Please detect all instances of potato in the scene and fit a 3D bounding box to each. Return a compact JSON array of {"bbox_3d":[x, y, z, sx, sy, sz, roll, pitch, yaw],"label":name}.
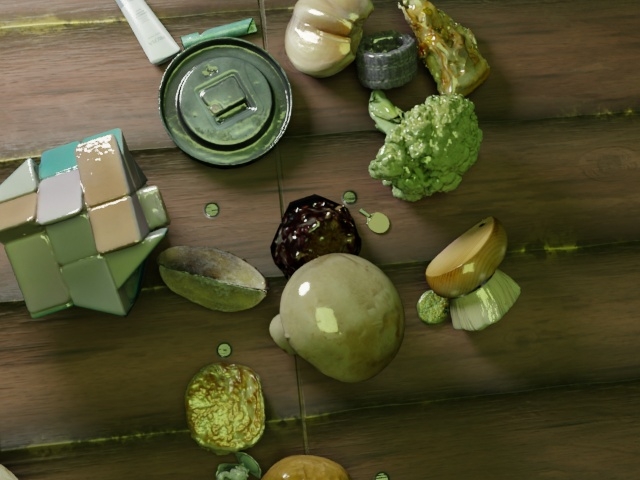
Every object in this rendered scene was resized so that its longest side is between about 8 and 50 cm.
[{"bbox_3d":[-0.252,0.090,1.889,0.261,0.120,0.100,16,123,-9],"label":"potato"}]

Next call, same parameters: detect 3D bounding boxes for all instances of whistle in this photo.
[{"bbox_3d":[-0.249,-0.505,2.002,0.186,0.039,0.039,-17,83,-7],"label":"whistle"}]

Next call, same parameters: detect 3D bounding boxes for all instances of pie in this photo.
[{"bbox_3d":[-0.215,0.377,1.842,0.179,0.084,0.205,-7,76,-9],"label":"pie"},{"bbox_3d":[0.268,0.160,1.951,0.085,0.017,0.085,1,83,-7],"label":"pie"}]

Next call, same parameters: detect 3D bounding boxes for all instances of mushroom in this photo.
[{"bbox_3d":[0.025,0.185,1.798,0.292,0.290,0.292,17,57,-27],"label":"mushroom"}]

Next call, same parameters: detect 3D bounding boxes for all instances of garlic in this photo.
[{"bbox_3d":[-0.005,-0.500,1.946,0.228,0.110,0.217,21,96,37],"label":"garlic"}]

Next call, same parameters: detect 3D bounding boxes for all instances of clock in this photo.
[{"bbox_3d":[-0.226,-0.328,1.963,0.319,0.066,0.319,1,82,-5],"label":"clock"}]

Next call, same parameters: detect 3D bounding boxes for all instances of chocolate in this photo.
[{"bbox_3d":[0.000,0.000,1.875,0.206,0.177,0.224,23,81,-1],"label":"chocolate"}]

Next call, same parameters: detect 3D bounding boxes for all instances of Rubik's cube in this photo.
[{"bbox_3d":[-0.499,-0.026,1.756,0.358,0.387,0.368,-17,101,-3],"label":"Rubik's cube"}]

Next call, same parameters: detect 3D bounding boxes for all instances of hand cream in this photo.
[{"bbox_3d":[-0.438,-0.542,1.987,0.079,0.048,0.255,-33,86,-10],"label":"hand cream"}]

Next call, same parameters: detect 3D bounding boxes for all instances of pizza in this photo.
[{"bbox_3d":[0.302,-0.491,2.006,0.189,0.071,0.297,-26,83,-30],"label":"pizza"}]

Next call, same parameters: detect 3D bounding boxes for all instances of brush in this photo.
[{"bbox_3d":[0.379,0.072,1.913,0.267,0.174,0.166,-45,105,-31],"label":"brush"}]

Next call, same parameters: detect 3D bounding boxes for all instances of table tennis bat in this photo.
[{"bbox_3d":[0.128,-0.051,1.978,0.083,0.007,0.050,36,81,-1],"label":"table tennis bat"}]

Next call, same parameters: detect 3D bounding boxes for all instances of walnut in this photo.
[{"bbox_3d":[-0.026,0.565,1.778,0.222,0.195,0.195,3,81,-4],"label":"walnut"}]

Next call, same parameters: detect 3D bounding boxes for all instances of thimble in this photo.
[{"bbox_3d":[0.157,-0.433,1.968,0.150,0.150,0.097,-18,127,-7],"label":"thimble"}]

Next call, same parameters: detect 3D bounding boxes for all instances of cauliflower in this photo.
[{"bbox_3d":[0.234,-0.220,1.926,0.327,0.281,0.260,-6,105,-31],"label":"cauliflower"}]

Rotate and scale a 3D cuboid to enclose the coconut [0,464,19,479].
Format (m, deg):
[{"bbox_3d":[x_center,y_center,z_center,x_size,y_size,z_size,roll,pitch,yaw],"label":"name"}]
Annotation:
[{"bbox_3d":[-0.741,0.593,1.691,0.266,0.237,0.237,-42,87,-16],"label":"coconut"}]

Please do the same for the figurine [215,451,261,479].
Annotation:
[{"bbox_3d":[-0.182,0.525,1.823,0.094,0.082,0.086,47,59,0],"label":"figurine"}]
